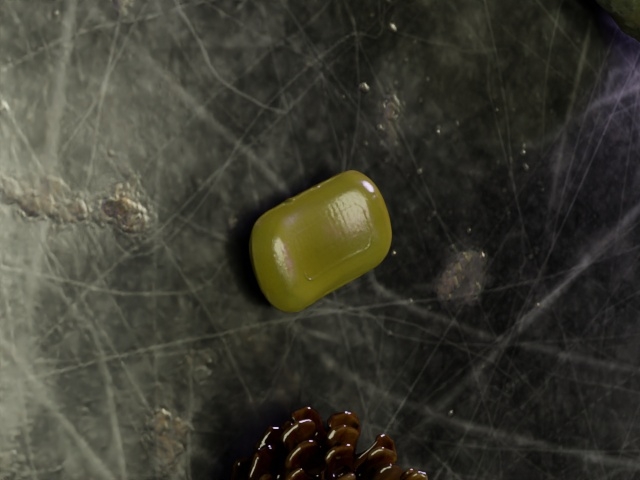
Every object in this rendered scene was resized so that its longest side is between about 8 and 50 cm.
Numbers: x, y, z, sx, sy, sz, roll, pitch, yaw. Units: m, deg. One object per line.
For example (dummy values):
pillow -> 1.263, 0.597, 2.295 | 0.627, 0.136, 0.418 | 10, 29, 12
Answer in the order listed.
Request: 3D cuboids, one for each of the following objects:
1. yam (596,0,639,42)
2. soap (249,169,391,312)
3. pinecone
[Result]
yam -> 0.264, -0.305, 1.458 | 0.133, 0.133, 0.330 | -53, 123, -22
soap -> -0.001, 0.000, 1.328 | 0.140, 0.045, 0.089 | -29, 106, -31
pinecone -> 0.020, 0.222, 1.279 | 0.163, 0.165, 0.163 | -11, 108, -36
